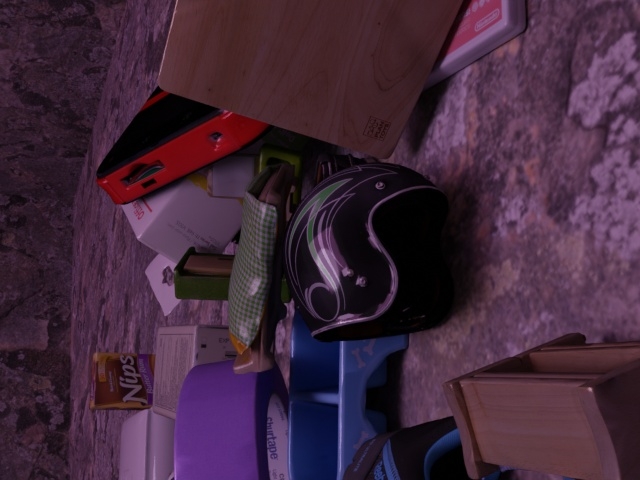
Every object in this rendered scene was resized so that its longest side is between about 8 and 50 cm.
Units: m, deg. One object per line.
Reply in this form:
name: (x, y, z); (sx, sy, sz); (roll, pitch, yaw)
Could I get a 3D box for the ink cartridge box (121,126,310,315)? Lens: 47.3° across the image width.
ink cartridge box: (-0.184, -0.085, 1.096); (0.353, 0.119, 0.207); (-52, 30, 1)

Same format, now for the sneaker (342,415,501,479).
sneaker: (0.050, 0.262, 0.548); (0.139, 0.125, 0.341); (-41, 14, 41)

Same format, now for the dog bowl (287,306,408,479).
dog bowl: (0.023, 0.176, 0.819); (0.166, 0.074, 0.297); (-19, 67, 62)

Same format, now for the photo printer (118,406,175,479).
photo printer: (-0.333, 0.498, 1.449); (0.256, 0.107, 0.307); (-36, 52, 57)

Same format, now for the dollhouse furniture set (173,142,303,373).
dollhouse furniture set: (-0.110, 0.003, 0.850); (0.301, 0.151, 0.197); (-80, -6, -73)

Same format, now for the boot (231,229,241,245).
boot: (-0.141, -0.046, 1.216); (0.099, 0.045, 0.121); (-134, 30, -57)

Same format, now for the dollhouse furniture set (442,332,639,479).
dollhouse furniture set: (0.186, 0.157, 0.449); (0.129, 0.129, 0.184); (-19, 86, 62)

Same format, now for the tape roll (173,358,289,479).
tape roll: (-0.083, 0.274, 0.842); (0.275, 0.090, 0.275); (-10, -90, -86)

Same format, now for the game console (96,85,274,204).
game console: (-0.137, -0.219, 1.013); (0.386, 0.060, 0.342); (-16, 38, 42)

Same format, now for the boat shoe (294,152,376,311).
boat shoe: (0.000, 0.000, 0.908); (0.084, 0.079, 0.233); (56, 135, 52)

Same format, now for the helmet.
helmet: (0.045, 0.008, 0.709); (0.169, 0.169, 0.161); (-34, 59, 58)

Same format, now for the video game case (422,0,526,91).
video game case: (0.133, -0.311, 0.763); (0.204, 0.025, 0.285); (-20, 66, 62)

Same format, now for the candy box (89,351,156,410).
candy box: (-0.366, 0.287, 1.476); (0.053, 0.186, 0.109); (142, 129, -57)

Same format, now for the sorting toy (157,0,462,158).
sorting toy: (-0.004, -0.244, 0.728); (0.089, 0.255, 0.257); (-93, 22, -56)

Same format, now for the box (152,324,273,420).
box: (-0.177, 0.212, 1.167); (0.232, 0.127, 0.149); (165, 109, -63)

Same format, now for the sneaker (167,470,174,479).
sneaker: (-0.192, 0.391, 1.117); (0.236, 0.130, 0.323); (-117, 27, -51)
